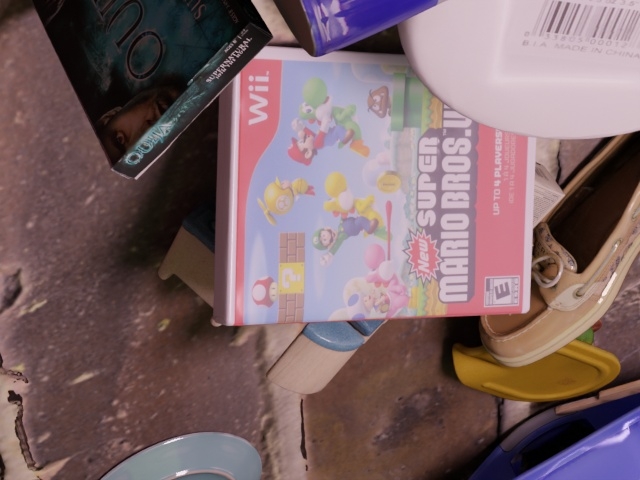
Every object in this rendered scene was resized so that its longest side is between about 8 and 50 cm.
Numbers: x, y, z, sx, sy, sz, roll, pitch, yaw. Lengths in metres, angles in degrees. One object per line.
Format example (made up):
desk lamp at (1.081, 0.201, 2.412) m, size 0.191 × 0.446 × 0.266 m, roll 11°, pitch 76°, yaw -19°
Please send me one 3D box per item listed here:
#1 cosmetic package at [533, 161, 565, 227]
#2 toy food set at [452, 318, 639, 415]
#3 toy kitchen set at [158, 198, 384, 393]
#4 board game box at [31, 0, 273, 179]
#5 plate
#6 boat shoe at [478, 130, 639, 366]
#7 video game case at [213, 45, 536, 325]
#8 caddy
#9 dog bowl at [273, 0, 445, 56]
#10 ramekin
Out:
cosmetic package at (0.149, -0.020, 1.514) m, size 0.060 × 0.041 × 0.115 m, roll 21°, pitch 120°, yaw -46°
toy food set at (0.217, 0.102, 1.686) m, size 0.128 × 0.071 × 0.218 m, roll -25°, pitch 148°, yaw 35°
toy kitchen set at (0.000, 0.000, 1.416) m, size 0.122 × 0.166 × 0.207 m, roll -51°, pitch 174°, yaw 34°
board game box at (-0.111, -0.142, 1.082) m, size 0.126 × 0.186 × 0.026 m, roll -45°, pitch 138°, yaw 17°
plate at (-0.138, 0.250, 1.642) m, size 0.188 × 0.024 × 0.188 m, roll -19°, pitch 142°, yaw -16°
boat shoe at (0.232, -0.012, 1.540) m, size 0.285 × 0.104 × 0.089 m, roll -50°, pitch 135°, yaw 8°
video game case at (0.049, -0.041, 1.338) m, size 0.285 × 0.025 × 0.204 m, roll -1°, pitch 95°, yaw -33°
caddy at (0.265, 0.259, 1.798) m, size 0.341 × 0.179 × 0.241 m, roll -30°, pitch 169°, yaw -1°
dog bowl at (-0.014, -0.240, 0.973) m, size 0.104 × 0.265 × 0.265 m, roll -26°, pitch 143°, yaw -2°
ramekin at (0.174, -0.189, 1.179) m, size 0.277 × 0.135 × 0.277 m, roll 1°, pitch 146°, yaw 0°
